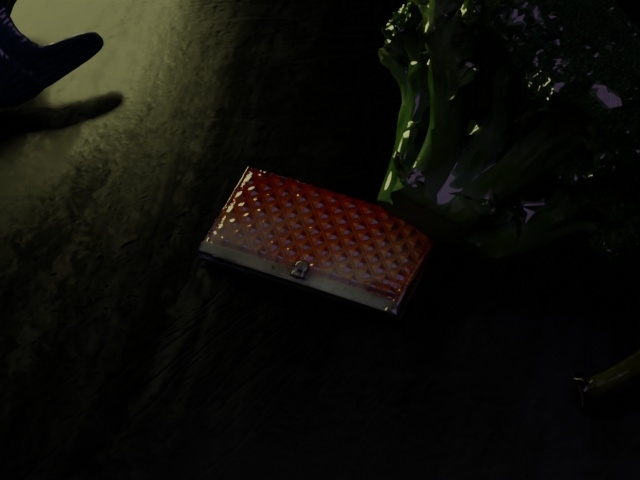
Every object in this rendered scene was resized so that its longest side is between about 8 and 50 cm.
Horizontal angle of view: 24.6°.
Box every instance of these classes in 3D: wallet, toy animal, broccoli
[{"bbox_3d":[0.000,0.000,1.278,0.196,0.020,0.103,17,58,22],"label":"wallet"},{"bbox_3d":[-0.344,-0.214,1.437,0.239,0.255,0.176,35,30,-10],"label":"toy animal"},{"bbox_3d":[0.158,-0.107,1.204,0.294,0.265,0.245,31,88,38],"label":"broccoli"}]

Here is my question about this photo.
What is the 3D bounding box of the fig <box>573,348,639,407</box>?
[{"bbox_3d":[0.299,0.028,1.125,0.259,0.151,0.151,-38,55,-13],"label":"fig"}]
